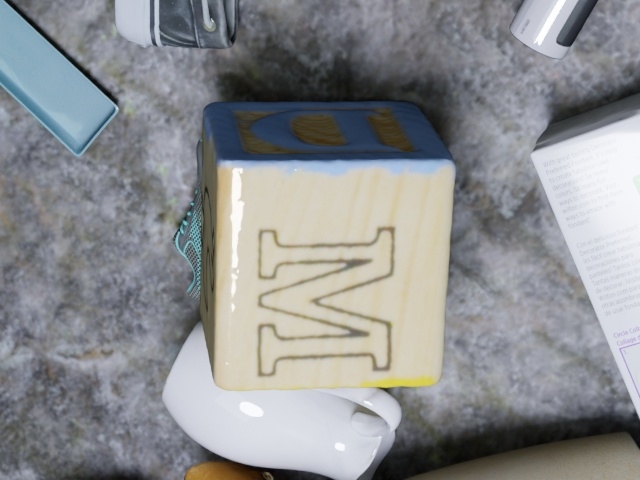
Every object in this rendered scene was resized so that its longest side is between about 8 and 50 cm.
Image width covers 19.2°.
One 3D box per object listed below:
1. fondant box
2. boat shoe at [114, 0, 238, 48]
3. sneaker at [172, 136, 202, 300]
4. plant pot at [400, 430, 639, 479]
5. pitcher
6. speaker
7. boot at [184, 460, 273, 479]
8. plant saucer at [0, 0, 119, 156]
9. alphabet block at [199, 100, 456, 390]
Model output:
[{"bbox_3d":[0.348,0.025,1.570,0.238,0.096,0.330,-20,103,21],"label":"fondant box"},{"bbox_3d":[-0.102,-0.318,1.592,0.119,0.121,0.335,8,121,6],"label":"boat shoe"},{"bbox_3d":[-0.102,-0.013,1.714,0.076,0.065,0.166,-2,105,23],"label":"sneaker"},{"bbox_3d":[0.177,0.286,1.644,0.274,0.256,0.256,-28,99,4],"label":"plant pot"},{"bbox_3d":[-0.030,0.139,1.691,0.207,0.125,0.178,25,150,4],"label":"pitcher"},{"bbox_3d":[0.209,-0.219,1.551,0.055,0.055,0.136,31,114,5],"label":"speaker"},{"bbox_3d":[-0.061,0.274,1.654,0.104,0.295,0.211,-45,62,3],"label":"boot"},{"bbox_3d":[-0.270,-0.164,1.736,0.192,0.018,0.067,43,114,-1],"label":"plant saucer"},{"bbox_3d":[0.000,0.000,1.589,0.193,0.192,0.197,0,109,-6],"label":"alphabet block"}]
